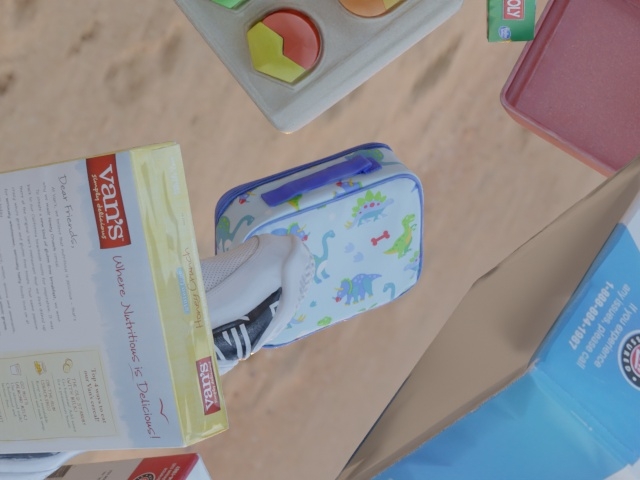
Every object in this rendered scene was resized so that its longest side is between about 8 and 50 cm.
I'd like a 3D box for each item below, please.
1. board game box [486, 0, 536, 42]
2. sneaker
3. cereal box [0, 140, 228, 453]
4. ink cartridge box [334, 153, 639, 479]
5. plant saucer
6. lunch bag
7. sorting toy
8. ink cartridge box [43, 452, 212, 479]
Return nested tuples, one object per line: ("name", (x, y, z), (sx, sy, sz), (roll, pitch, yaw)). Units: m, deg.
("board game box", (0.167, -0.367, 1.540), (0.213, 0.046, 0.317), (81, 9, -62))
("sneaker", (-0.185, 0.039, 1.376), (0.366, 0.210, 0.137), (-31, -168, -20))
("cereal box", (-0.170, 0.041, 1.044), (0.047, 0.240, 0.173), (-15, 97, -53))
("ink cartridge box", (0.184, 0.127, 0.846), (0.198, 0.270, 0.197), (-50, -175, -40))
("plant saucer", (0.315, -0.143, 1.668), (0.259, 0.258, 0.048), (-61, -177, -34))
("lunch bag", (0.000, 0.000, 1.777), (0.219, 0.090, 0.176), (-22, 132, -20))
("sorting toy", (-0.019, -0.212, 1.389), (0.193, 0.208, 0.038), (-36, -166, 18))
("ink cartridge box", (-0.240, 0.304, 1.579), (0.197, 0.273, 0.114), (-55, 129, -50))
